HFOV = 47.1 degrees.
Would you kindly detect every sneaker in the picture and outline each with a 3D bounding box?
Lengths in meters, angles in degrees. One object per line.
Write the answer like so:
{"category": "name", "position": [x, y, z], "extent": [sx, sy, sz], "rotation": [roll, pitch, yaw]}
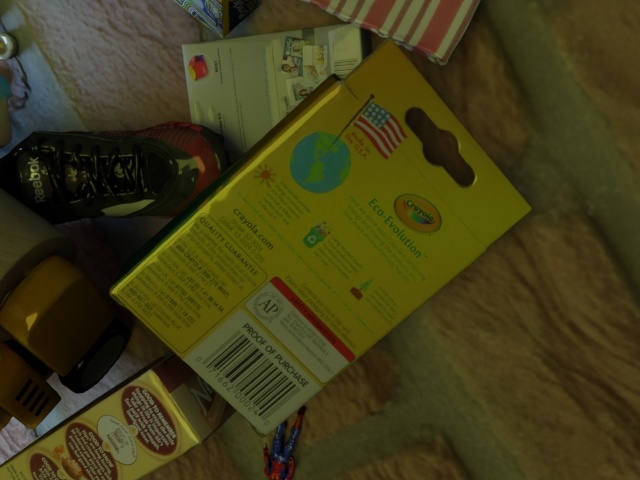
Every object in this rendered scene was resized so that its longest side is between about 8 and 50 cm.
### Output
{"category": "sneaker", "position": [-0.216, -0.063, 0.728], "extent": [0.276, 0.135, 0.098], "rotation": [2, 102, 30]}

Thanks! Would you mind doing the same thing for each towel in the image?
{"category": "towel", "position": [0.056, -0.255, 0.649], "extent": [0.197, 0.029, 0.144], "rotation": [28, 91, 12]}

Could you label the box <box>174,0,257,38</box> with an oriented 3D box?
{"category": "box", "position": [-0.139, -0.273, 0.703], "extent": [0.169, 0.059, 0.054], "rotation": [39, 70, 9]}

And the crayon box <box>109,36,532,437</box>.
{"category": "crayon box", "position": [0.000, 0.000, 0.659], "extent": [0.318, 0.081, 0.202], "rotation": [-40, 105, 8]}

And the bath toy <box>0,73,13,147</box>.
{"category": "bath toy", "position": [-0.470, -0.069, 0.829], "extent": [0.151, 0.129, 0.348], "rotation": [33, 135, -31]}

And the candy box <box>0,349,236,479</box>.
{"category": "candy box", "position": [-0.216, 0.205, 0.783], "extent": [0.316, 0.183, 0.088], "rotation": [-33, 90, 23]}

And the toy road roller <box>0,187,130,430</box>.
{"category": "toy road roller", "position": [-0.352, 0.101, 0.731], "extent": [0.202, 0.329, 0.241], "rotation": [33, 66, 10]}

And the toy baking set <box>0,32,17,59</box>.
{"category": "toy baking set", "position": [-0.450, -0.192, 0.860], "extent": [0.196, 0.030, 0.256], "rotation": [20, 108, 14]}

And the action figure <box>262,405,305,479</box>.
{"category": "action figure", "position": [-0.044, 0.235, 0.814], "extent": [0.038, 0.030, 0.115], "rotation": [15, 109, 11]}

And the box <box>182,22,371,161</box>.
{"category": "box", "position": [-0.039, -0.130, 0.722], "extent": [0.186, 0.038, 0.145], "rotation": [-2, 101, 20]}
